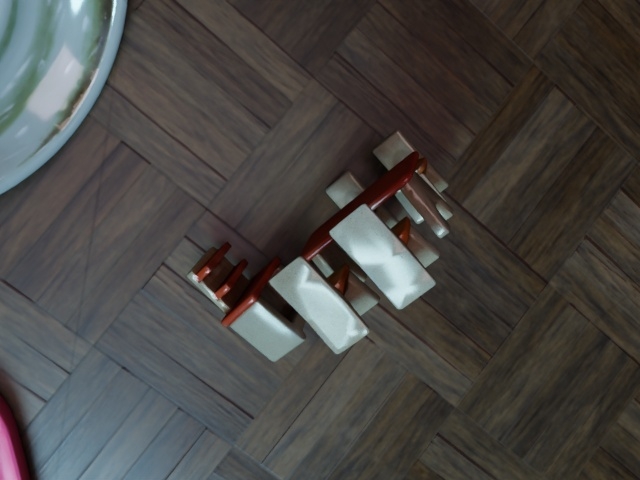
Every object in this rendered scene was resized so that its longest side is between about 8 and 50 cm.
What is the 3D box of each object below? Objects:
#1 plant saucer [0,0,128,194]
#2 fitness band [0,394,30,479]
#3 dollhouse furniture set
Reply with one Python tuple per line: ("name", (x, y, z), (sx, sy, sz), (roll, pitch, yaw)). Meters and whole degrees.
("plant saucer", (-0.346, -0.206, 0.597), (0.101, 0.400, 0.400), (31, 86, 22))
("fitness band", (-0.419, 0.273, 0.738), (0.209, 0.054, 0.290), (-12, 97, -14))
("dollhouse furniture set", (0.000, 0.000, 0.720), (0.259, 0.262, 0.135), (-39, 100, 24))
